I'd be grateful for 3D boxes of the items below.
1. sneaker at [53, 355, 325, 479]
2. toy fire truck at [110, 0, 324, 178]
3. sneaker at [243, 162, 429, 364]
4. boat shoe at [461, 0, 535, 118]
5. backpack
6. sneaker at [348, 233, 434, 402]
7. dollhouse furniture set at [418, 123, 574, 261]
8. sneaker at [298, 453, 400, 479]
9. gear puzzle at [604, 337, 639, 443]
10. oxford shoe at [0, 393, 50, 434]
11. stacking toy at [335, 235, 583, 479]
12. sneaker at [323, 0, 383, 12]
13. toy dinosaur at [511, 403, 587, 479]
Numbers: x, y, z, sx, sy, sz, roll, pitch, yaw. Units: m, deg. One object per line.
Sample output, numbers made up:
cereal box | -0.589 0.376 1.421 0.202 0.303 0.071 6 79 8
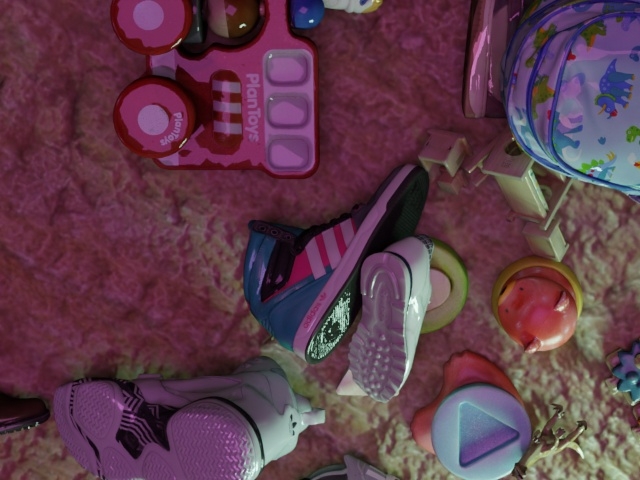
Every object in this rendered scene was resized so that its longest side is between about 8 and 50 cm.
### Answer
sneaker | -0.174 0.237 1.950 0.366 0.210 0.137 5 105 38
toy fire truck | -0.122 -0.228 1.825 0.254 0.169 0.302 1 103 1
sneaker | 0.000 0.000 1.894 0.178 0.124 0.295 27 72 26
boat shoe | 0.236 -0.288 1.825 0.092 0.103 0.285 6 106 -3
backpack | 0.385 -0.175 1.698 0.355 0.273 0.290 16 115 7
sneaker | 0.100 0.103 1.869 0.090 0.095 0.235 27 127 24
dollhouse furniture set | 0.238 -0.080 1.896 0.161 0.182 0.101 15 63 35
sneaker | 0.002 0.390 2.000 0.132 0.086 0.228 33 92 1
gear puzzle | 0.520 0.266 1.950 0.175 0.044 0.339 -28 99 9
oxford shoe | -0.479 0.213 1.988 0.227 0.083 0.096 4 98 2
stacking toy | 0.178 0.151 1.905 0.279 0.130 0.309 20 102 -1
sneaker | 0.022 -0.430 1.800 0.131 0.112 0.296 4 102 3
toy dinosaur | 0.302 0.261 1.912 0.053 0.183 0.092 45 121 25
